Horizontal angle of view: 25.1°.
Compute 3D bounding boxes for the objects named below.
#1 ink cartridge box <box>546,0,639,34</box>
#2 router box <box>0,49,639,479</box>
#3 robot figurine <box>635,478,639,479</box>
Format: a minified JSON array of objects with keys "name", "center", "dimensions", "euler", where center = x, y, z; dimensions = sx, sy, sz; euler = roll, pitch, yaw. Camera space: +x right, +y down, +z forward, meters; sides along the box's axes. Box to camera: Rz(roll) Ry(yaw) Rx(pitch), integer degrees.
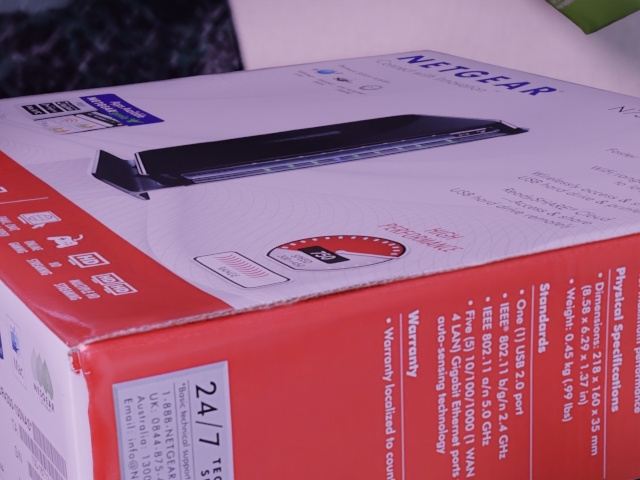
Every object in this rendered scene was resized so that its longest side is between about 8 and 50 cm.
[{"name":"ink cartridge box","center":[0.186,-0.236,0.657],"dimensions":[0.097,0.189,0.255],"euler":[37,85,-6]},{"name":"router box","center":[0.000,0.000,0.555],"dimensions":[0.301,0.335,0.082],"euler":[-10,108,-26]},{"name":"robot figurine","center":[0.047,0.125,0.702],"dimensions":[0.278,0.209,0.173],"euler":[-47,157,-9]}]
